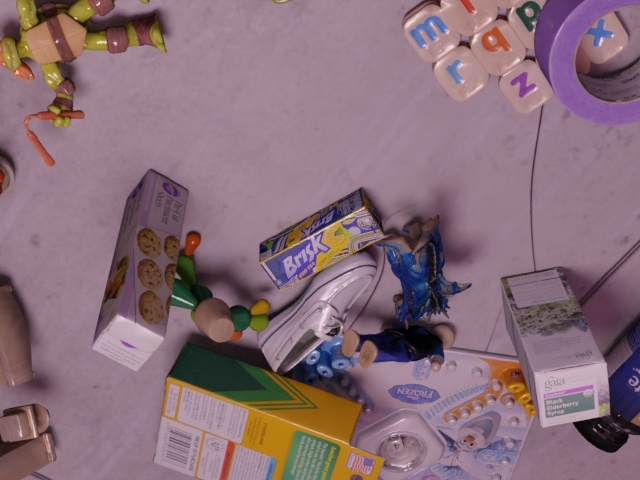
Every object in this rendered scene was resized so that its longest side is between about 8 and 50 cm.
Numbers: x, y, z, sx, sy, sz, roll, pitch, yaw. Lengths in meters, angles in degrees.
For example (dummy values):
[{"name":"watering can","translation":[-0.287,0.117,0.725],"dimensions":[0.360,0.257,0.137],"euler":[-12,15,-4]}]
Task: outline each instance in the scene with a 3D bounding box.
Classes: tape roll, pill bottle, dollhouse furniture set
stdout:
[{"name":"tape roll","translation":[0.364,-0.242,1.358],"dimensions":[0.188,0.080,0.189],"euler":[-3,123,-4]},{"name":"pill bottle","translation":[0.471,0.207,1.627],"dimensions":[0.122,0.123,0.219],"euler":[26,118,-17]},{"name":"dollhouse furniture set","translation":[-0.532,0.186,1.611],"dimensions":[0.303,0.174,0.356],"euler":[-12,92,19]}]

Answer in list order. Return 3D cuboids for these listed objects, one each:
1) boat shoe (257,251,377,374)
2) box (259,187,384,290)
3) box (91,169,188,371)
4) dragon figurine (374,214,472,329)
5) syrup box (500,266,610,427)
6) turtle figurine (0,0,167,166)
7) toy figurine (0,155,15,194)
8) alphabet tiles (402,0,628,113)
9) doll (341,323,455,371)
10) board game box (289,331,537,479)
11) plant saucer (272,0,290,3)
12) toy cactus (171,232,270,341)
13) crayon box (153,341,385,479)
[{"name":"boat shoe","translation":[0.006,0.109,1.559],"dimensions":[0.083,0.076,0.226],"euler":[12,133,-46]},{"name":"box","translation":[0.000,0.000,1.518],"dimensions":[0.168,0.054,0.059],"euler":[-28,118,14]},{"name":"box","translation":[-0.218,0.028,1.365],"dimensions":[0.067,0.324,0.063],"euler":[32,117,-19]},{"name":"dragon figurine","translation":[0.144,0.050,1.472],"dimensions":[0.085,0.289,0.144],"euler":[-26,91,-10]},{"name":"syrup box","translation":[0.318,0.142,1.513],"dimensions":[0.093,0.237,0.096],"euler":[-11,121,3]},{"name":"turtle figurine","translation":[-0.302,-0.238,1.340],"dimensions":[0.217,0.087,0.270],"euler":[-17,112,-1]},{"name":"toy figurine","translation":[-0.502,-0.114,1.377],"dimensions":[0.209,0.148,0.213],"euler":[-4,123,6]},{"name":"alphabet tiles","translation":[0.249,-0.300,1.370],"dimensions":[0.284,0.021,0.278],"euler":[-34,119,16]},{"name":"doll","translation":[0.123,0.149,1.571],"dimensions":[0.189,0.129,0.046],"euler":[-3,114,-43]},{"name":"board game box","translation":[0.125,0.332,1.726],"dimensions":[0.389,0.050,0.390],"euler":[9,120,-8]},{"name":"plant saucer","translation":[0.000,-0.395,1.286],"dimensions":[0.188,0.045,0.188],"euler":[-18,120,7]},{"name":"toy cactus","translation":[-0.148,0.082,1.496],"dimensions":[0.219,0.180,0.112],"euler":[37,92,-27]},{"name":"crayon box","translation":[-0.071,0.291,1.603],"dimensions":[0.322,0.083,0.203],"euler":[20,132,5]}]
